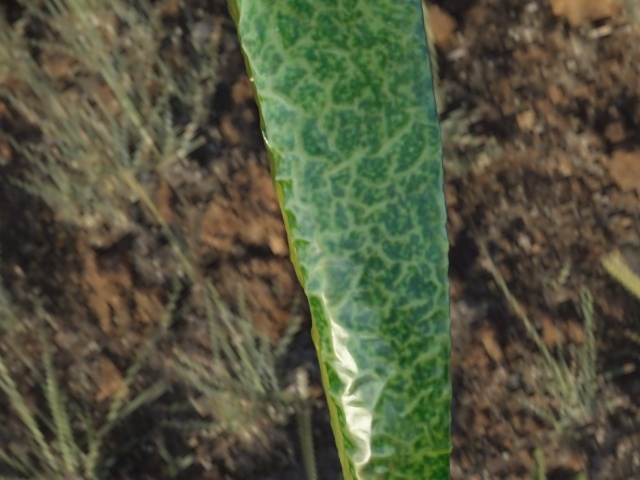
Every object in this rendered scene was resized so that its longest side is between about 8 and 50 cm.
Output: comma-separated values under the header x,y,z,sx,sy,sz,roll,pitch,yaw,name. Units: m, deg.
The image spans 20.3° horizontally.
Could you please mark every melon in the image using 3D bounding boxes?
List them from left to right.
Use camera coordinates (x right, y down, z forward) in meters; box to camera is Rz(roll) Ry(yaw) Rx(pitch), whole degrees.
x,y,z,sx,sy,sz,roll,pitch,yaw,name
0.001,0.001,0.532,0.053,0.261,0.114,-11,3,-21,melon
